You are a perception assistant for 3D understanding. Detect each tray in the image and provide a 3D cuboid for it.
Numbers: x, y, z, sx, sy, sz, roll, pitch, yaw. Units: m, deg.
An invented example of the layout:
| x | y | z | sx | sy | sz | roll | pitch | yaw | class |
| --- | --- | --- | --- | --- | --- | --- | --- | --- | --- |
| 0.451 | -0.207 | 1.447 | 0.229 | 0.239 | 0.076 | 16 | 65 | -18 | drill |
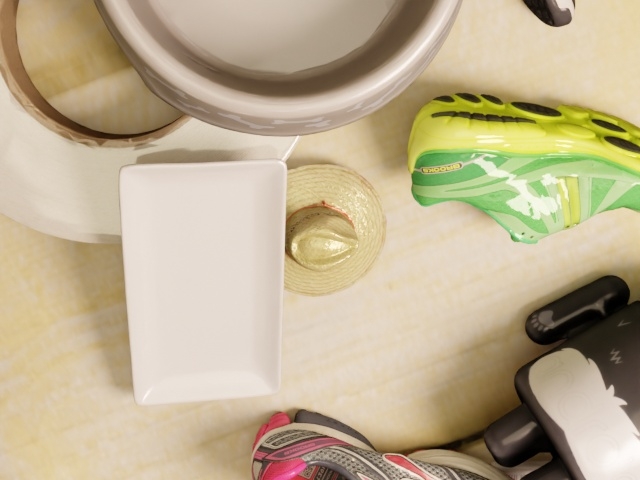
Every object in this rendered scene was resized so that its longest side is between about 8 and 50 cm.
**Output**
| x | y | z | sx | sy | sz | roll | pitch | yaw | class |
| --- | --- | --- | --- | --- | --- | --- | --- | --- | --- |
| -0.106 | 0.040 | 0.938 | 0.145 | 0.030 | 0.270 | -3 | 124 | -9 | tray |

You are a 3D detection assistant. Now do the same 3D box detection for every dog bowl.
| x | y | z | sx | sy | sz | roll | pitch | yaw | class |
| --- | --- | --- | --- | --- | --- | --- | --- | --- | --- |
| -0.034 | -0.255 | 0.830 | 0.349 | 0.102 | 0.349 | -1 | 99 | -5 | dog bowl |

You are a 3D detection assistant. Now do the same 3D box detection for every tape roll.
| x | y | z | sx | sy | sz | roll | pitch | yaw | class |
| --- | --- | --- | --- | --- | --- | --- | --- | --- | --- |
| -0.186 | -0.190 | 0.918 | 0.392 | 0.072 | 0.392 | -1 | 100 | -4 | tape roll |

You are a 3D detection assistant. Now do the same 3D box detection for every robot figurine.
| x | y | z | sx | sy | sz | roll | pitch | yaw | class |
| --- | --- | --- | --- | --- | --- | --- | --- | --- | --- |
| 0.296 | 0.158 | 0.962 | 0.278 | 0.173 | 0.209 | -31 | 104 | 2 | robot figurine |

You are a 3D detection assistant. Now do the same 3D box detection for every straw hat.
| x | y | z | sx | sy | sz | roll | pitch | yaw | class |
| --- | --- | --- | --- | --- | --- | --- | --- | --- | --- |
| 0.000 | 0.000 | 0.956 | 0.144 | 0.061 | 0.144 | -3 | 107 | -11 | straw hat |

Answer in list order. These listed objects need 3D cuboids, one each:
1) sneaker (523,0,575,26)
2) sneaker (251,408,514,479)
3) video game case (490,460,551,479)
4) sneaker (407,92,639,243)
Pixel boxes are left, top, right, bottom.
| x | y | z | sx | sy | sz | roll | pitch | yaw | class |
| --- | --- | --- | --- | --- | --- | --- | --- | --- | --- |
| 0.205 | -0.313 | 0.913 | 0.097 | 0.084 | 0.235 | -21 | 101 | -1 | sneaker |
| 0.073 | 0.264 | 0.991 | 0.299 | 0.112 | 0.121 | 16 | 99 | -5 | sneaker |
| 0.250 | 0.300 | 1.060 | 0.157 | 0.019 | 0.143 | 1 | 100 | -5 | video game case |
| 0.222 | -0.059 | 0.964 | 0.295 | 0.109 | 0.123 | 11 | 122 | -7 | sneaker |
